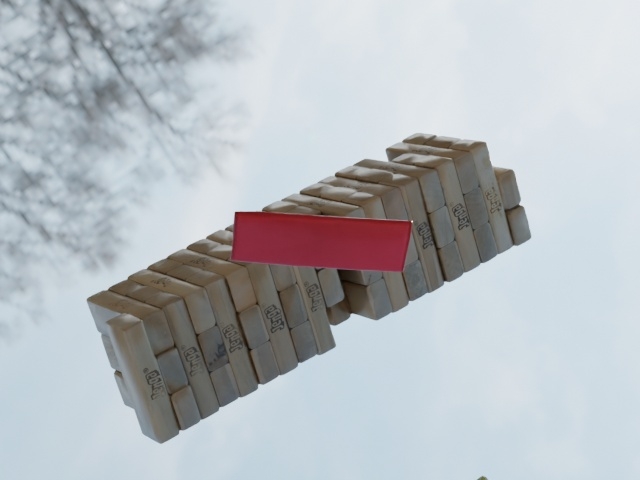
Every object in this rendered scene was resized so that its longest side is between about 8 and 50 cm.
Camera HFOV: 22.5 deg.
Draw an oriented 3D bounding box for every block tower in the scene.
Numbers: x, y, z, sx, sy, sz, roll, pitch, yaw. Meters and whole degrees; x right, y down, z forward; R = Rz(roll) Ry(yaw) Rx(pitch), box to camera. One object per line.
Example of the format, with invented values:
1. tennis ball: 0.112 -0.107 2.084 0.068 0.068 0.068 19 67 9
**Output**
1. block tower: -0.009 0.022 1.171 0.335 0.091 0.097 -28 -159 -27

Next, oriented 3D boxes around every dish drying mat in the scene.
1. dish drying mat: 0.000 0.000 0.759 0.083 0.032 0.008 4 -135 -5

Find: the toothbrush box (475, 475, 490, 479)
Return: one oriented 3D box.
1. toothbrush box: 0.040 0.262 0.566 0.206 0.122 0.283 -44 -153 34
